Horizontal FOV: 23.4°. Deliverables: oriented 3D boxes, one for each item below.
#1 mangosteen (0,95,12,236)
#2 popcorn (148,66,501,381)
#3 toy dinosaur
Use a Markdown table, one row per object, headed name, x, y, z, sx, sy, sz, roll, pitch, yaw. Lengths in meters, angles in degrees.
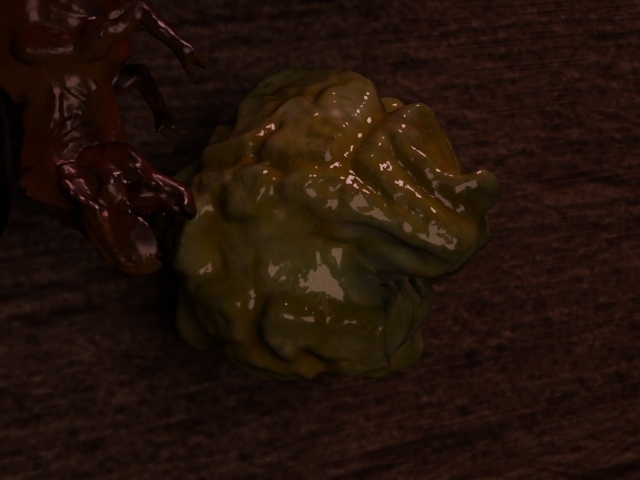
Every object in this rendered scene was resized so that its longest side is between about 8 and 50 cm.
| name | x | y | z | sx | sy | sz | roll | pitch | yaw |
| --- | --- | --- | --- | --- | --- | --- | --- | --- | --- |
| mangosteen | -0.263 | -0.034 | 0.694 | 0.287 | 0.287 | 0.233 | -32 | 122 | -25 |
| popcorn | 0.001 | 0.000 | 0.886 | 0.167 | 0.185 | 0.187 | 35 | 85 | 14 |
| toy dinosaur | -0.147 | -0.184 | 0.861 | 0.208 | 0.097 | 0.432 | -24 | 77 | -29 |
